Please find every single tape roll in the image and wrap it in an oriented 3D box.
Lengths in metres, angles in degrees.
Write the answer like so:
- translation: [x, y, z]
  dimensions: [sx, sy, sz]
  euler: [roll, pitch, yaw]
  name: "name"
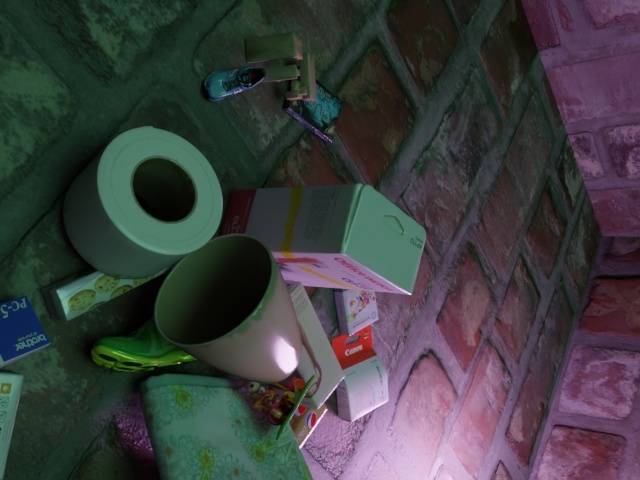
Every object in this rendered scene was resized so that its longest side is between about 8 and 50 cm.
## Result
- translation: [-0.328, -0.065, 1.201]
  dimensions: [0.246, 0.169, 0.246]
  euler: [17, 62, -36]
  name: "tape roll"

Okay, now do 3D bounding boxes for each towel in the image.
- translation: [-0.185, 0.438, 1.350]
  dimensions: [0.374, 0.090, 0.321]
  euler: [18, 35, -48]
  name: "towel"

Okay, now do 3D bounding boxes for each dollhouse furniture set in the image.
- translation: [-0.094, -0.420, 1.600]
  dimensions: [0.151, 0.123, 0.144]
  euler: [-17, 105, -72]
  name: "dollhouse furniture set"

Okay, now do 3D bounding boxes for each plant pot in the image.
- translation: [-0.151, 0.170, 1.302]
  dimensions: [0.257, 0.256, 0.274]
  euler: [-62, 141, -28]
  name: "plant pot"

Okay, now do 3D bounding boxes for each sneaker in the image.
- translation: [-0.193, -0.366, 1.471]
  dimensions: [0.162, 0.073, 0.063]
  euler: [-34, 115, -32]
  name: "sneaker"
- translation: [-0.335, 0.198, 1.315]
  dimensions: [0.295, 0.109, 0.124]
  euler: [2, 72, -51]
  name: "sneaker"

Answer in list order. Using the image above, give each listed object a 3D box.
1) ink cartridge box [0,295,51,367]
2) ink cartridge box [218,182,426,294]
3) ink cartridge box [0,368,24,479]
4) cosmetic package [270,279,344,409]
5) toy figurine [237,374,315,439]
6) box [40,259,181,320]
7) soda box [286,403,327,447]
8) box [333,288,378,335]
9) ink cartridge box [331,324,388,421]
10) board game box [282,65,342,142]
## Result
- translation: [-0.549, 0.166, 1.036]
  dimensions: [0.097, 0.046, 0.207]
  euler: [61, 30, 4]
  name: "ink cartridge box"
- translation: [0.000, 0.000, 1.467]
  dimensions: [0.279, 0.384, 0.161]
  euler: [30, 68, -45]
  name: "ink cartridge box"
- translation: [-0.649, 0.275, 0.966]
  dimensions: [0.370, 0.069, 0.176]
  euler: [19, 77, -50]
  name: "ink cartridge box"
- translation: [-0.078, 0.248, 1.561]
  dimensions: [0.129, 0.153, 0.296]
  euler: [-45, 121, -37]
  name: "cosmetic package"
- translation: [-0.120, 0.332, 1.433]
  dimensions: [0.173, 0.159, 0.130]
  euler: [-55, 173, -46]
  name: "toy figurine"
- translation: [-0.382, 0.059, 1.271]
  dimensions: [0.324, 0.063, 0.067]
  euler: [-29, 111, -45]
  name: "box"
- translation: [-0.061, 0.473, 1.648]
  dimensions: [0.181, 0.061, 0.058]
  euler: [-49, 126, -36]
  name: "soda box"
- translation: [0.099, 0.160, 1.849]
  dimensions: [0.145, 0.038, 0.186]
  euler: [-20, 106, -47]
  name: "box"
- translation: [0.118, 0.378, 1.861]
  dimensions: [0.189, 0.066, 0.233]
  euler: [-12, 104, -48]
  name: "ink cartridge box"
- translation: [-0.018, -0.358, 1.715]
  dimensions: [0.186, 0.026, 0.126]
  euler: [29, 68, -45]
  name: "board game box"
